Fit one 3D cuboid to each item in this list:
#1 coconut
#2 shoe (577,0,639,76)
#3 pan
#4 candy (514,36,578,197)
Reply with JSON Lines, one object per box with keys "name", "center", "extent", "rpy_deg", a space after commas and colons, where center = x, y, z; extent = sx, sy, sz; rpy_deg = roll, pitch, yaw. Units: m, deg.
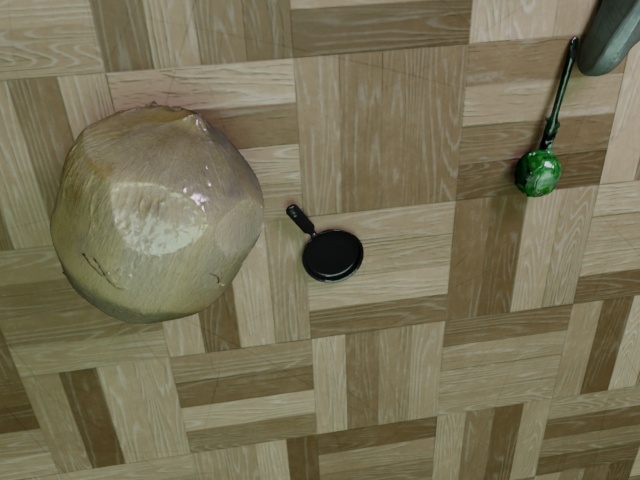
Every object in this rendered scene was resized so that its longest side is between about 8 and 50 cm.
{"name": "coconut", "center": [-0.264, -0.058, 1.030], "extent": [0.347, 0.346, 0.360], "rpy_deg": [24, 115, -22]}
{"name": "shoe", "center": [0.569, -0.417, 1.105], "extent": [0.100, 0.103, 0.250], "rpy_deg": [8, 120, -24]}
{"name": "pan", "center": [0.000, 0.000, 1.289], "extent": [0.136, 0.028, 0.235], "rpy_deg": [-34, 124, 9]}
{"name": "candy", "center": [0.469, -0.242, 1.212], "extent": [0.097, 0.097, 0.323], "rpy_deg": [4, 112, -13]}
